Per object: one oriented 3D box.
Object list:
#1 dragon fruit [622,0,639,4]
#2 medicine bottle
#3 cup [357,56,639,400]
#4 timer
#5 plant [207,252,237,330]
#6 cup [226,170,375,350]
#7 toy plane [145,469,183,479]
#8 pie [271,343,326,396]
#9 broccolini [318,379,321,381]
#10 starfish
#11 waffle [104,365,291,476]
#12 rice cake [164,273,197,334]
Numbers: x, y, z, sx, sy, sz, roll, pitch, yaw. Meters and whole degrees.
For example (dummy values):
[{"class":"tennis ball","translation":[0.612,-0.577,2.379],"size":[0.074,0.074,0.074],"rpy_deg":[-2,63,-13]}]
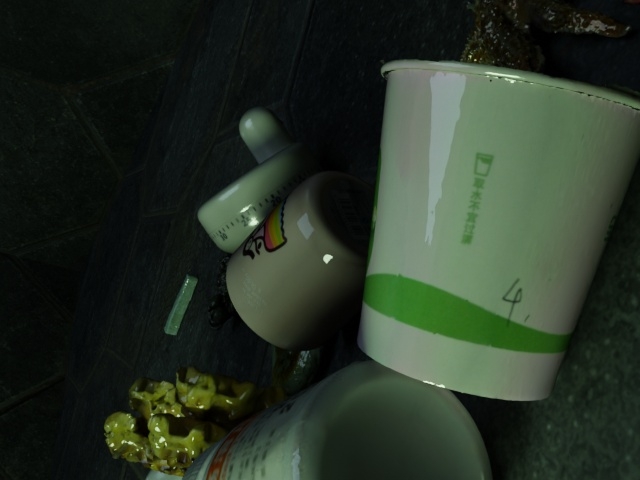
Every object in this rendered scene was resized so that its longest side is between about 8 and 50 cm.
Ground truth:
[{"class":"dragon fruit","translation":[0.279,-0.336,0.501],"size":[0.329,0.329,0.329],"rpy_deg":[-42,39,47]},{"class":"medicine bottle","translation":[-0.012,0.271,0.730],"size":[0.371,0.211,0.211],"rpy_deg":[-41,39,52]},{"class":"cup","translation":[0.154,-0.011,0.643],"size":[0.253,0.253,0.274],"rpy_deg":[-155,74,-64]},{"class":"timer","translation":[-0.109,-0.094,1.196],"size":[0.233,0.240,0.233],"rpy_deg":[-33,6,4]},{"class":"plant","translation":[-0.188,0.102,1.426],"size":[0.085,0.087,0.174],"rpy_deg":[84,-157,-78]},{"class":"cup","translation":[0.000,0.000,0.985],"size":[0.200,0.191,0.253],"rpy_deg":[-47,29,39]},{"class":"toy plane","translation":[-0.264,0.439,1.319],"size":[0.252,0.118,0.252],"rpy_deg":[-46,36,49]},{"class":"pie","translation":[-0.039,0.162,1.117],"size":[0.187,0.041,0.187],"rpy_deg":[130,148,-47]},{"class":"broccolini","translation":[0.007,0.288,0.932],"size":[0.074,0.058,0.201],"rpy_deg":[169,117,-69]},{"class":"starfish","translation":[0.224,-0.247,0.802],"size":[0.302,0.084,0.293],"rpy_deg":[-66,25,5]},{"class":"waffle","translation":[-0.173,0.290,1.060],"size":[0.324,0.261,0.151],"rpy_deg":[-21,49,56]},{"class":"rice cake","translation":[-0.355,0.164,1.765],"size":[0.171,0.033,0.029],"rpy_deg":[-66,30,13]}]
